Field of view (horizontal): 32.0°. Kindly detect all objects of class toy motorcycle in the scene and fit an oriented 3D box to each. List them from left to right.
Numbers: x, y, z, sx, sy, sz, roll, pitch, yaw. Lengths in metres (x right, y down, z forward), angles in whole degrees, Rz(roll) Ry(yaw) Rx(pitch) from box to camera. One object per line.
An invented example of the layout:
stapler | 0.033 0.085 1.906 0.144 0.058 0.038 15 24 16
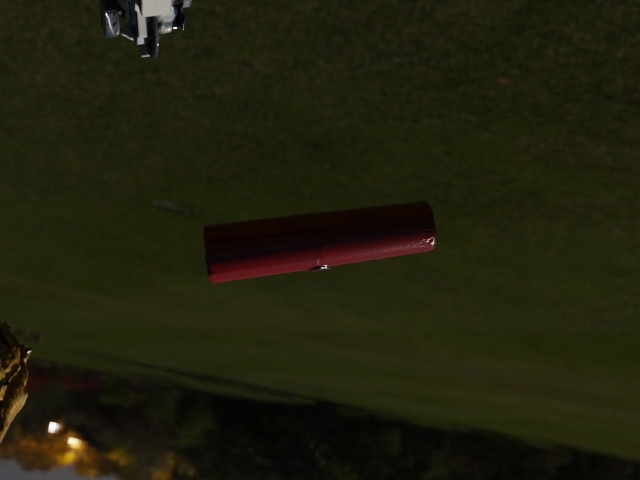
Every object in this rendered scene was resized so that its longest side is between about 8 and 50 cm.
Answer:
toy motorcycle | -0.175 -0.284 1.081 0.102 0.150 0.221 -13 149 -17

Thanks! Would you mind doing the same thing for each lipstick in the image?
lipstick | 0.000 0.000 1.344 0.279 0.073 0.073 -7 173 -4

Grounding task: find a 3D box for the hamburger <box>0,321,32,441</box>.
hamburger | -0.458 0.191 1.172 0.318 0.158 0.319 0 -146 0
